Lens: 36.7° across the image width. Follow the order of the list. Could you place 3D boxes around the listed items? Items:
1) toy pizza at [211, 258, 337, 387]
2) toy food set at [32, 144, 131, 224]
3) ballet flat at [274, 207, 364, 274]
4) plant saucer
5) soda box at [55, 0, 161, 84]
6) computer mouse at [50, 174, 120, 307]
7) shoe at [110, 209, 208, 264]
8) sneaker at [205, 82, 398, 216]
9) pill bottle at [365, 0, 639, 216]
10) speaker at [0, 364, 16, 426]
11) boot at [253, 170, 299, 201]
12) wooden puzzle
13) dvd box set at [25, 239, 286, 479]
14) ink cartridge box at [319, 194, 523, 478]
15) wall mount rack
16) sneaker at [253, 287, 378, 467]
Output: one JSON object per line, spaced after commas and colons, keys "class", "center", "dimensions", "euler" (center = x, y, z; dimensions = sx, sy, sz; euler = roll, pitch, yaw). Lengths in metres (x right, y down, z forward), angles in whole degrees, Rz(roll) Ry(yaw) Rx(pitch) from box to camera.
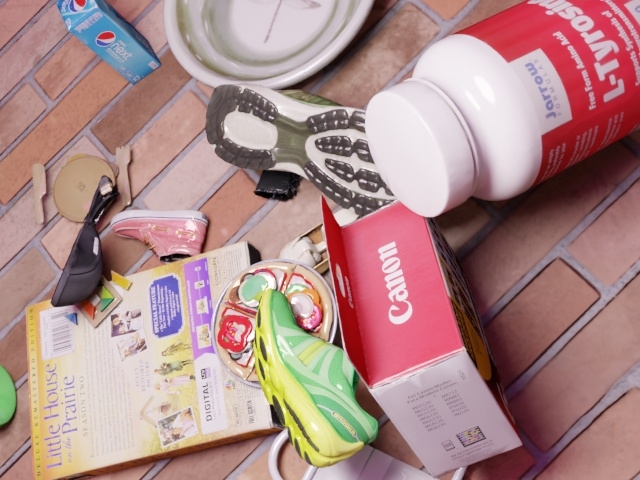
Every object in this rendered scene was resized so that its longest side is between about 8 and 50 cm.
{"class": "toy pizza", "center": [-0.074, 0.120, 1.444], "dimensions": [0.201, 0.032, 0.201], "euler": [-6, 69, 16]}
{"class": "toy food set", "center": [-0.420, -0.095, 1.730], "dimensions": [0.192, 0.038, 0.132], "euler": [-9, 75, 13]}
{"class": "ballet flat", "center": [0.000, 0.000, 1.499], "dimensions": [0.232, 0.073, 0.080], "euler": [-36, 64, 7]}
{"class": "plant saucer", "center": [-0.074, -0.418, 1.664], "dimensions": [0.401, 0.100, 0.400], "euler": [-8, 68, 20]}
{"class": "soda box", "center": [-0.370, -0.362, 1.700], "dimensions": [0.067, 0.210, 0.071], "euler": [-33, 63, 8]}
{"class": "computer mouse", "center": [-0.367, 0.000, 1.571], "dimensions": [0.060, 0.262, 0.184], "euler": [23, 106, -14]}
{"class": "shoe", "center": [-0.276, -0.003, 1.617], "dimensions": [0.178, 0.063, 0.081], "euler": [-2, 66, 17]}
{"class": "sneaker", "center": [0.031, -0.162, 1.485], "dimensions": [0.410, 0.182, 0.158], "euler": [23, 119, 24]}
{"class": "pill bottle", "center": [0.272, -0.194, 1.287], "dimensions": [0.408, 0.229, 0.229], "euler": [-28, 60, -21]}
{"class": "speaker", "center": [-0.673, 0.293, 1.638], "dimensions": [0.297, 0.131, 0.131], "euler": [-17, 66, 16]}
{"class": "boot", "center": [-0.087, -0.119, 1.593], "dimensions": [0.121, 0.045, 0.099], "euler": [9, 72, 18]}
{"class": "wooden puzzle", "center": [-0.366, 0.096, 1.576], "dimensions": [0.078, 0.014, 0.116], "euler": [36, 87, 29]}
{"class": "dvd box set", "center": [-0.276, 0.200, 1.547], "dimensions": [0.421, 0.062, 0.307], "euler": [-17, 66, 15]}
{"class": "ink cartridge box", "center": [0.123, 0.095, 1.245], "dimensions": [0.130, 0.272, 0.309], "euler": [-25, 39, 12]}
{"class": "wall mount rack", "center": [0.038, 0.371, 1.300], "dimensions": [0.350, 0.130, 0.304], "euler": [20, 67, 27]}
{"class": "sneaker", "center": [-0.013, 0.184, 1.327], "dimensions": [0.124, 0.109, 0.295], "euler": [-9, 45, -22]}
